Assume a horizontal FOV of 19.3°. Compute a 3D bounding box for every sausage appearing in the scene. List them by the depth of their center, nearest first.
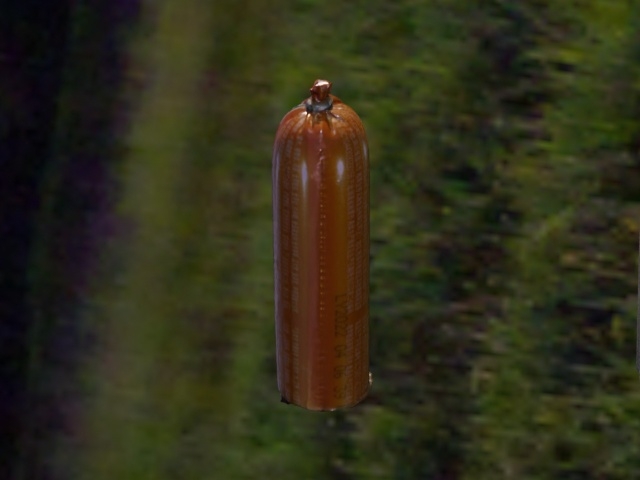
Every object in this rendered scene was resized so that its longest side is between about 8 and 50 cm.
[{"bbox_3d":[0.000,0.000,0.566,0.031,0.031,0.107,-107,13,-59],"label":"sausage"}]

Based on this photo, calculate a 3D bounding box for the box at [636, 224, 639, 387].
[{"bbox_3d":[0.110,0.020,0.503,0.154,0.040,0.084,-73,-18,-76],"label":"box"}]
